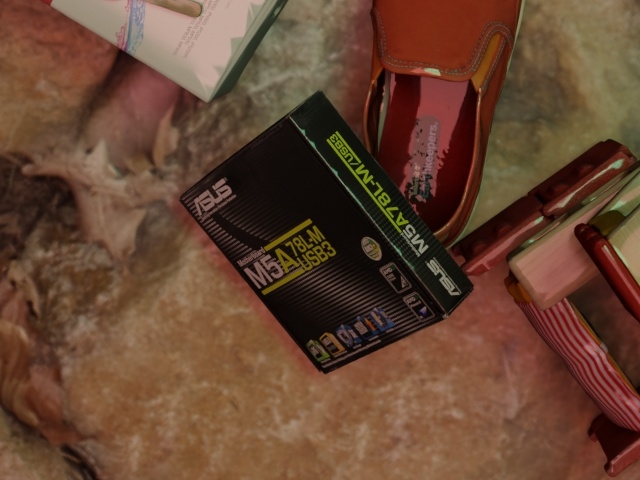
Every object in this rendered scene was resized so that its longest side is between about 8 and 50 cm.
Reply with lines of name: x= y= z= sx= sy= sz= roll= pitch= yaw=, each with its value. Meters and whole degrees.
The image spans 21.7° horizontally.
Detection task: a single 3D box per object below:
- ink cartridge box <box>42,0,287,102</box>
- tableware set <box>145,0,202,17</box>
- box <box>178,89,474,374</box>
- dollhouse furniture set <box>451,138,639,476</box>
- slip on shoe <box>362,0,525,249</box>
ink cartridge box: x=-0.115 y=-0.202 z=1.242 sx=0.176 sy=0.128 sz=0.127 roll=32 pitch=100 yaw=0
tableware set: x=-0.159 y=-0.235 z=1.154 sx=0.194 sy=0.039 sz=0.128 roll=14 pitch=100 yaw=3
box: x=0.000 y=0.000 z=1.253 sx=0.184 sy=0.190 sz=0.045 roll=50 pitch=56 yaw=-7
dollhouse furniture set: x=0.213 y=0.060 z=1.143 sx=0.152 sy=0.374 sz=0.201 roll=-36 pitch=94 yaw=6
slip on shoe: x=0.087 y=-0.146 z=1.252 sx=0.123 sy=0.101 sz=0.331 roll=8 pitch=99 yaw=5
